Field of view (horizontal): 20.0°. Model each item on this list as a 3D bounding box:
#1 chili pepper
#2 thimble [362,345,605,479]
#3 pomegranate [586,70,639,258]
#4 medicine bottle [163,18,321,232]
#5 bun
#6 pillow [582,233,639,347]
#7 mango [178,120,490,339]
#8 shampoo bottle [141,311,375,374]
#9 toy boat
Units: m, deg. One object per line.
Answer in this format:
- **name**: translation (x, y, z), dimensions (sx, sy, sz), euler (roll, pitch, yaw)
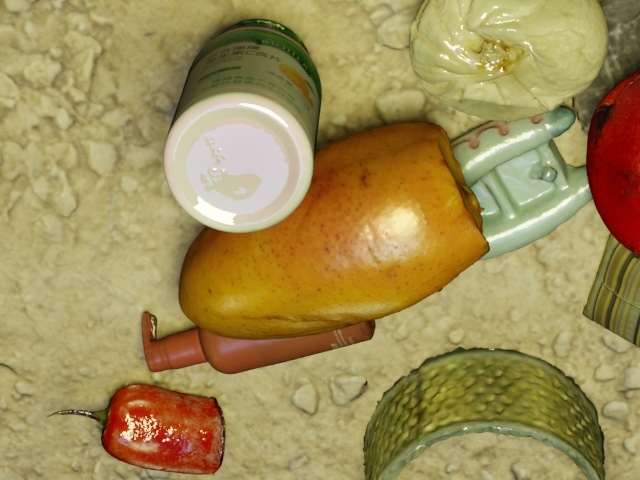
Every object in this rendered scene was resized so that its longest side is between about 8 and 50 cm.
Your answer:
- **chili pepper**: translation (-0.199, 0.200, 1.953), dimensions (0.192, 0.086, 0.084), euler (10, 146, -13)
- **thimble**: translation (0.179, 0.264, 1.935), dimensions (0.271, 0.150, 0.270), euler (1, 118, 2)
- **pomegranate**: translation (0.364, -0.081, 1.720), dimensions (0.235, 0.210, 0.210), euler (-37, 115, -15)
- **medicine bottle**: translation (-0.066, -0.116, 1.673), dimensions (0.133, 0.274, 0.133), euler (1, 113, 1)
- **bun**: translation (0.179, -0.187, 1.719), dimensions (0.188, 0.111, 0.164), euler (15, 120, -9)
- **pillow**: translation (0.363, 0.080, 1.841), dimensions (0.203, 0.038, 0.113), euler (31, 123, 28)
- **mango**: translation (0.000, 0.000, 1.768), dimensions (0.350, 0.201, 0.199), euler (-20, 133, 26)
- **shampoo bottle**: translation (-0.068, 0.091, 1.895), dimensions (0.244, 0.085, 0.085), euler (-13, 117, 11)
- **toy boat**: translation (0.180, -0.047, 1.814), dimensions (0.208, 0.079, 0.134), euler (-25, 117, 13)
